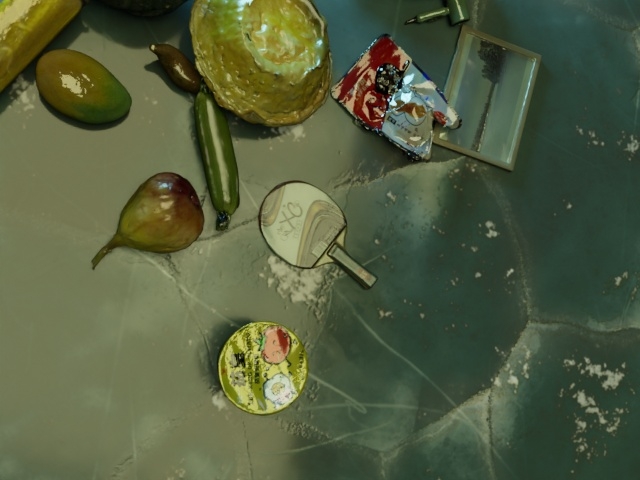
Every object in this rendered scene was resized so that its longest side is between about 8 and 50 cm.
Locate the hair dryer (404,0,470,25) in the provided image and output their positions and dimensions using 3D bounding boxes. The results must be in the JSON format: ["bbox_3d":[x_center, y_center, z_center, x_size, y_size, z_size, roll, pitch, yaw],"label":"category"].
[{"bbox_3d":[0.260,-0.513,1.933,0.150,0.047,0.071,-17,89,-5],"label":"hair dryer"}]

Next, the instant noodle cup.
[{"bbox_3d":[-0.129,0.252,1.718,0.182,0.144,0.182,1,85,-16],"label":"instant noodle cup"}]

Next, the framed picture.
[{"bbox_3d":[0.383,-0.326,1.961,0.213,0.016,0.289,18,82,-14],"label":"framed picture"}]

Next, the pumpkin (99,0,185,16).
[{"bbox_3d":[-0.363,-0.602,1.654,0.327,0.257,0.291,33,72,-16],"label":"pumpkin"}]

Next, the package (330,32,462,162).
[{"bbox_3d":[0.177,-0.303,1.883,0.269,0.071,0.194,40,75,4],"label":"package"}]

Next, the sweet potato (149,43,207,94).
[{"bbox_3d":[-0.251,-0.333,1.769,0.249,0.059,0.069,27,114,-24],"label":"sweet potato"}]

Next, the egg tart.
[{"bbox_3d":[-0.102,-0.405,1.737,0.345,0.132,0.345,7,76,-28],"label":"egg tart"}]

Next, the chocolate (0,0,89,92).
[{"bbox_3d":[-0.638,-0.342,1.609,0.162,0.162,0.445,39,79,-10],"label":"chocolate"}]

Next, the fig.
[{"bbox_3d":[-0.352,-0.022,1.692,0.257,0.159,0.159,-35,96,5],"label":"fig"}]

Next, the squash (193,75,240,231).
[{"bbox_3d":[-0.214,-0.178,1.755,0.080,0.071,0.318,-8,90,-58],"label":"squash"}]

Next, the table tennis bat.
[{"bbox_3d":[0.000,0.000,1.834,0.301,0.022,0.173,41,78,-7],"label":"table tennis bat"}]

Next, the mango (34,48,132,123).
[{"bbox_3d":[-0.470,-0.302,1.692,0.194,0.092,0.130,19,80,-22],"label":"mango"}]
